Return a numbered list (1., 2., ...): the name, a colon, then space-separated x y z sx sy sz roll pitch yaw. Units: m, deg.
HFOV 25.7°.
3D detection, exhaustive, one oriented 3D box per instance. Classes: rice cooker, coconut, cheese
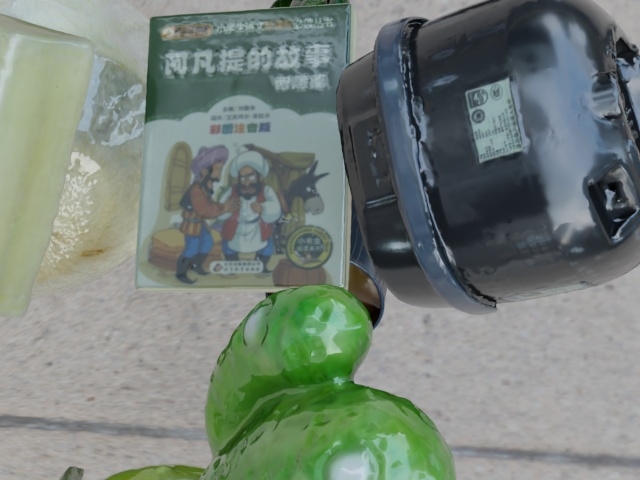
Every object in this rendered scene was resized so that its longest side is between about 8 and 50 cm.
1. rice cooker: 0.151 -0.070 1.119 0.225 0.267 0.267 -14 87 24
2. coconut: -0.353 -0.128 1.687 0.415 0.415 0.344 -37 124 -19
3. cheese: -0.342 -0.087 1.330 0.124 0.243 0.265 8 100 -47

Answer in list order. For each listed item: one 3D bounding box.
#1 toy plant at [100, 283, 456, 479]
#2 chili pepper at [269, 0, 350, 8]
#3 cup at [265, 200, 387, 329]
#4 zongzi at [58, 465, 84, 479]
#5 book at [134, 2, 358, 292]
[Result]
1. toy plant: -0.040 0.179 0.804 0.185 0.316 0.224 3 56 -33
2. chili pepper: -0.009 -0.191 1.408 0.065 0.122 0.278 8 39 -15
3. cup: 0.011 0.000 1.361 0.114 0.138 0.150 -5 127 15
4. zongzi: -0.160 0.331 1.102 0.251 0.125 0.274 38 34 -7
5. book: -0.068 -0.084 1.290 0.202 0.027 0.264 -1 79 17
